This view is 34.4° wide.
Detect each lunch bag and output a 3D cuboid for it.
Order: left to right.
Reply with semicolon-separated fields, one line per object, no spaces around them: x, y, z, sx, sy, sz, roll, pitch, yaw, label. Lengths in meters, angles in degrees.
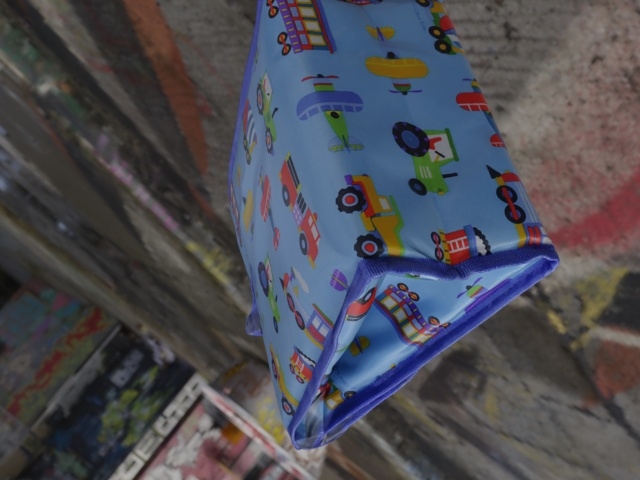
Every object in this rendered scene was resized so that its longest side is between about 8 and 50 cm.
0.000;0.000;0.724;0.293;0.138;0.221;-56;45;50;lunch bag
